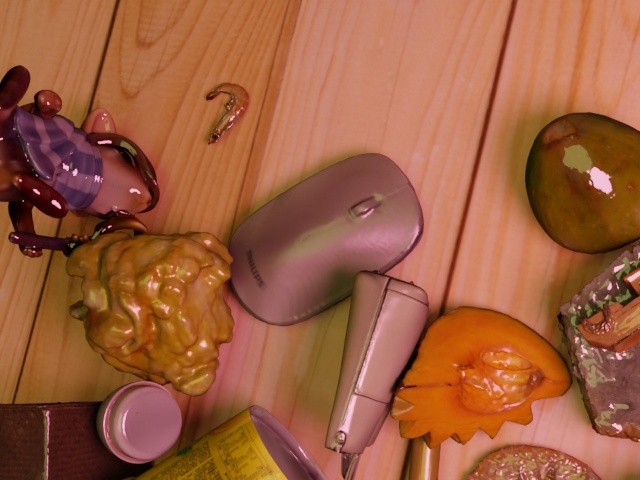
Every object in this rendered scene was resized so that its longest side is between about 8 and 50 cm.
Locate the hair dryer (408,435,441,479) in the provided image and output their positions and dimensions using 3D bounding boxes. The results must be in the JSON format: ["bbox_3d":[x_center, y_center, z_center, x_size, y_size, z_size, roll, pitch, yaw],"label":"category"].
[{"bbox_3d":[0.132,0.353,1.148,0.134,0.090,0.279,2,77,25],"label":"hair dryer"}]

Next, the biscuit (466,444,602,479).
[{"bbox_3d":[0.294,0.384,1.097,0.219,0.033,0.220,-3,82,20],"label":"biscuit"}]

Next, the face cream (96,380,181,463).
[{"bbox_3d":[-0.267,0.265,1.187,0.104,0.117,0.117,-11,75,56],"label":"face cream"}]

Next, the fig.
[{"bbox_3d":[0.359,-0.083,1.069,0.181,0.191,0.181,-34,35,28],"label":"fig"}]

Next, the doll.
[{"bbox_3d":[-0.408,-0.096,1.292,0.209,0.339,0.318,19,98,26],"label":"doll"}]

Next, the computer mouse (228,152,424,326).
[{"bbox_3d":[-0.002,-0.001,1.246,0.330,0.095,0.197,-32,76,15],"label":"computer mouse"}]

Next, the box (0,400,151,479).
[{"bbox_3d":[-0.403,0.321,1.260,0.184,0.273,0.143,-6,79,22],"label":"box"}]

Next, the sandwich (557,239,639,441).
[{"bbox_3d":[0.458,0.138,1.013,0.325,0.131,0.262,12,88,24],"label":"sandwich"}]

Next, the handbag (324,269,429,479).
[{"bbox_3d":[0.054,0.202,1.112,0.109,0.241,0.316,19,84,13],"label":"handbag"}]

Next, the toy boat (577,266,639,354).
[{"bbox_3d":[0.398,0.059,0.949,0.206,0.064,0.072,-35,54,11],"label":"toy boat"}]

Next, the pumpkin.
[{"bbox_3d":[0.196,0.188,1.128,0.253,0.130,0.149,-2,43,-14],"label":"pumpkin"}]

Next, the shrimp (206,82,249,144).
[{"bbox_3d":[-0.172,-0.219,1.384,0.083,0.023,0.114,33,90,26],"label":"shrimp"}]

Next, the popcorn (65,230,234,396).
[{"bbox_3d":[-0.251,0.110,1.241,0.241,0.235,0.250,7,110,40],"label":"popcorn"}]

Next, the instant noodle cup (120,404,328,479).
[{"bbox_3d":[-0.107,0.392,1.135,0.221,0.311,0.311,-39,70,1],"label":"instant noodle cup"}]
